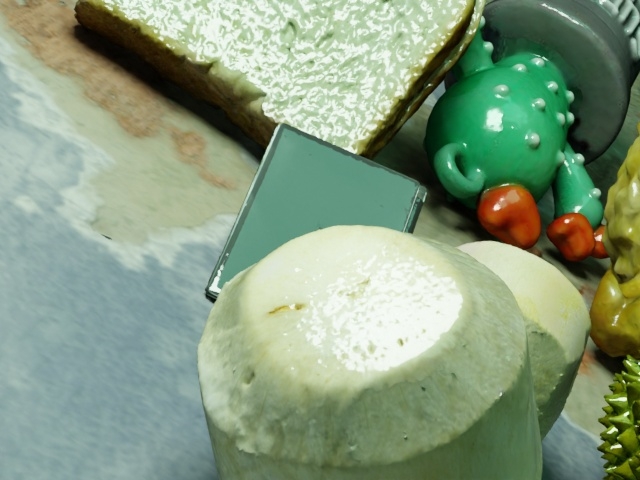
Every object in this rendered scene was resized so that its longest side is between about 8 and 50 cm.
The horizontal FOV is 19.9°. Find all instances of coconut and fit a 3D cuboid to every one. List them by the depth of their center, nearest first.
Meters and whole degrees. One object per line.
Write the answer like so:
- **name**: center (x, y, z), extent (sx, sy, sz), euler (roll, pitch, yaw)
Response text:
- **coconut**: center (0.031, 0.107, 1.080), extent (0.202, 0.222, 0.202), euler (-6, 43, 6)
- **coconut**: center (0.111, 0.076, 1.283), extent (0.147, 0.147, 0.152), euler (35, 26, 4)

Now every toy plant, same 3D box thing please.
- **toy plant**: center (0.193, -0.144, 1.723), extent (0.185, 0.279, 0.400), euler (1, 33, 30)

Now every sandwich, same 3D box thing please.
- **sandwich**: center (-0.023, -0.203, 1.520), extent (0.288, 0.254, 0.099), euler (34, -8, 5)

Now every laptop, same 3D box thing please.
- **laptop**: center (0.000, 0.000, 1.344), extent (0.129, 0.016, 0.180), euler (24, 50, -3)

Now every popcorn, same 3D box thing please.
- **popcorn**: center (0.354, -0.008, 1.595), extent (0.225, 0.265, 0.332), euler (23, 38, 28)

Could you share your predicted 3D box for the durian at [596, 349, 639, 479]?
- **durian**: center (0.304, 0.142, 1.317), extent (0.200, 0.176, 0.237), euler (31, 62, -8)
